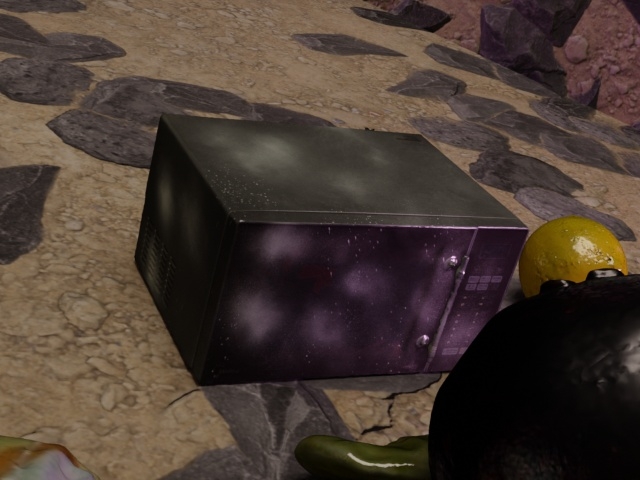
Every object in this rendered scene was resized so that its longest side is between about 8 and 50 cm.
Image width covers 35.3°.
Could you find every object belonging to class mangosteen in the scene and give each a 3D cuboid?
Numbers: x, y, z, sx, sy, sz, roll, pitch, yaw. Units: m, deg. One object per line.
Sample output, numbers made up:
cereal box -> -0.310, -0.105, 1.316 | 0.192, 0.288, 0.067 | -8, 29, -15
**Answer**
mangosteen -> 0.296, 0.242, 0.931 | 0.382, 0.382, 0.435 | 4, 66, -25

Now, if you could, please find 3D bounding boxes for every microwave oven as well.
microwave oven -> 0.000, 0.000, 1.398 | 0.432, 0.236, 0.374 | 2, 30, -28

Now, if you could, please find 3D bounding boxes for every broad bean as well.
broad bean -> 0.078, 0.246, 1.101 | 0.206, 0.153, 0.072 | 5, 72, -30

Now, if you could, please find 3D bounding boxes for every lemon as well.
lemon -> 0.403, 0.047, 1.619 | 0.173, 0.173, 0.206 | 6, 15, -20

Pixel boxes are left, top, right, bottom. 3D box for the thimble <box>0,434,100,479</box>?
thimble -> -0.260, 0.270, 0.695 | 0.167, 0.254, 0.288 | 10, 26, -2
